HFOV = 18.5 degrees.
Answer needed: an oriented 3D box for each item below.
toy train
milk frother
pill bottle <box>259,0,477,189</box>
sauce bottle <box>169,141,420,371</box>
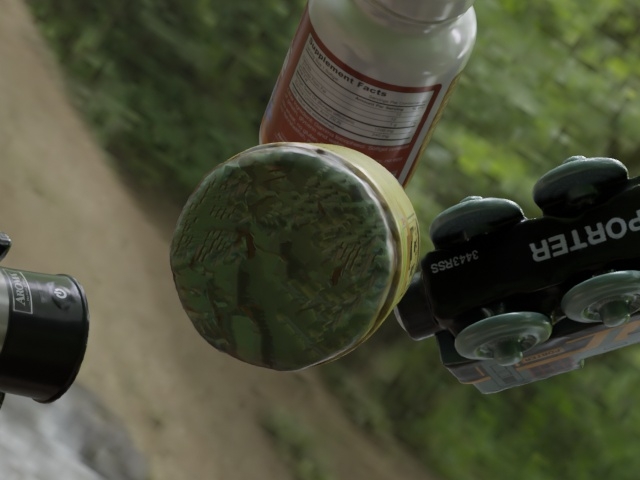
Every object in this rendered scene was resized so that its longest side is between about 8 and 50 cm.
[{"bbox_3d":[0.227,0.020,1.550,0.190,0.334,0.142,45,28,-63],"label":"toy train"},{"bbox_3d":[-0.242,0.065,1.235,0.135,0.143,0.129,14,22,-35],"label":"milk frother"},{"bbox_3d":[0.039,-0.128,1.393,0.121,0.216,0.121,11,48,-12],"label":"pill bottle"},{"bbox_3d":[0.000,0.000,1.063,0.111,0.111,0.344,34,7,4],"label":"sauce bottle"}]
